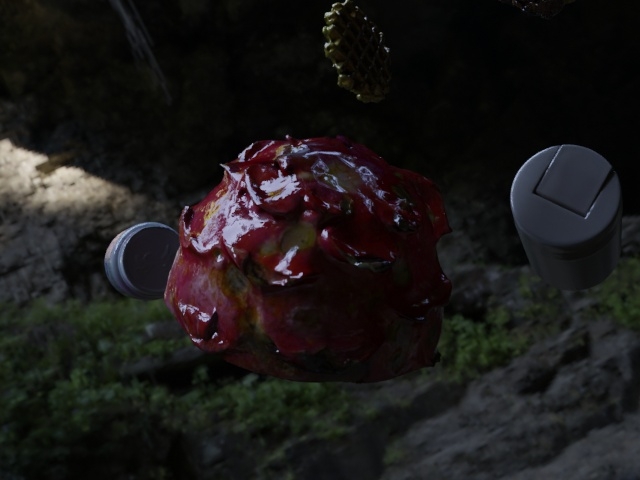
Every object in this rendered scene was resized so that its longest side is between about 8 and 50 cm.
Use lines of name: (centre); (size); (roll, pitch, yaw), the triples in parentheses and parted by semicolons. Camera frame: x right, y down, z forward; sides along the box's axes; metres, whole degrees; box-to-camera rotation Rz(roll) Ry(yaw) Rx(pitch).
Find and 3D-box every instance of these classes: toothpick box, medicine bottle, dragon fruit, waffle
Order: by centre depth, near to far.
toothpick box: (0.264, -0.019, 1.116); (0.111, 0.111, 0.180); (-29, -23, 6)
dragon fruit: (0.000, 0.000, 1.299); (0.386, 0.371, 0.248); (-19, -52, -44)
waffle: (0.067, -0.329, 1.842); (0.038, 0.191, 0.191); (-12, -4, 37)
medicine bottle: (-0.330, 0.041, 2.015); (0.152, 0.151, 0.254); (-23, 5, -15)

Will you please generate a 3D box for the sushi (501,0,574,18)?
sushi: (0.329, -0.419, 1.586); (0.172, 0.153, 0.150); (7, -26, 24)
